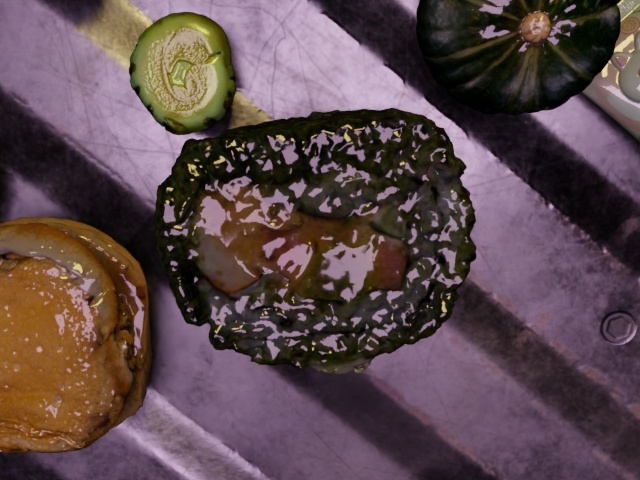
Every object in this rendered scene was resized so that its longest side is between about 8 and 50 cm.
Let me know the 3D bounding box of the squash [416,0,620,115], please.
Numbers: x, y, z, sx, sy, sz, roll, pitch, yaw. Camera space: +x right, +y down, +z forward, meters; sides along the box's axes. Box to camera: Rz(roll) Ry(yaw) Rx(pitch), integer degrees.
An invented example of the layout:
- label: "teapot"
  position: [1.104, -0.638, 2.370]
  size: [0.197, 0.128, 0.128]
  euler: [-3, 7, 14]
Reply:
- label: "squash"
  position: [0.213, -0.239, 0.717]
  size: [0.218, 0.172, 0.218]
  euler: [0, 101, 1]

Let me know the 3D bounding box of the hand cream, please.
- label: "hand cream"
  position: [0.432, -0.148, 0.778]
  size: [0.147, 0.093, 0.306]
  euler: [-43, 87, 10]

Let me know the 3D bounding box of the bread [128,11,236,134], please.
- label: "bread"
  position: [-0.161, -0.200, 0.792]
  size: [0.130, 0.071, 0.139]
  euler: [-26, 97, 4]

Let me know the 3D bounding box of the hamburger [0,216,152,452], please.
- label: "hamburger"
  position: [-0.357, 0.115, 0.815]
  size: [0.319, 0.158, 0.318]
  euler: [1, 102, 2]

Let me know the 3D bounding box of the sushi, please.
- label: "sushi"
  position: [0.000, 0.000, 0.769]
  size: [0.352, 0.178, 0.294]
  euler: [-6, 103, 0]
